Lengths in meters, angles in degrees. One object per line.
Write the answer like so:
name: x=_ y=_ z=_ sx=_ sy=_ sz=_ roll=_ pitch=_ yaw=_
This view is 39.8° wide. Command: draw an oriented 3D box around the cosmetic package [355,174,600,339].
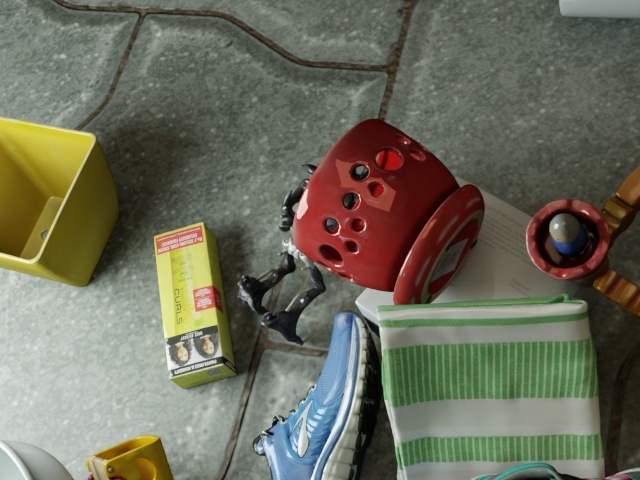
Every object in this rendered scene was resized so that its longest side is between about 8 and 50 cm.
cosmetic package: x=0.209 y=0.076 z=1.155 sx=0.224 sy=0.138 sz=0.225 roll=34 pitch=78 yaw=27

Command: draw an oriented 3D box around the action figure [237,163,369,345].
action figure: x=0.000 y=0.000 z=1.251 sx=0.164 sy=0.141 sz=0.276 roll=36 pitch=93 yaw=29

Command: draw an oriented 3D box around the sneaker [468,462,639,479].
sneaker: x=0.280 y=0.286 z=0.910 sx=0.295 sy=0.178 sz=0.124 roll=-5 pitch=80 yaw=12

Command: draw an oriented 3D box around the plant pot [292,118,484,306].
plant pot: x=0.089 y=-0.026 z=1.054 sx=0.174 sy=0.191 sz=0.191 roll=31 pitch=75 yaw=21

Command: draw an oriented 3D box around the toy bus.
toy bus: x=-0.224 y=0.352 z=1.144 sx=0.104 sy=0.202 sz=0.191 roll=-19 pitch=48 yaw=-31

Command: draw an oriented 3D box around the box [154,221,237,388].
box: x=-0.185 y=0.093 z=1.293 sx=0.087 sy=0.058 sz=0.232 roll=-15 pitch=61 yaw=8

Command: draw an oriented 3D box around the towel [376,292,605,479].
towel: x=0.197 y=0.220 z=1.021 sx=0.248 sy=0.325 sz=0.038 roll=-5 pitch=19 yaw=12

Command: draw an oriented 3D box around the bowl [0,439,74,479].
bowl: x=-0.377 y=0.383 z=1.124 sx=0.298 sy=0.134 sz=0.298 roll=0 pitch=89 yaw=37

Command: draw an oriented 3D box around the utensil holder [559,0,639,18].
utensil holder: x=0.543 y=-0.470 z=1.243 sx=0.385 sy=0.327 sz=0.327 roll=3 pitch=65 yaw=18

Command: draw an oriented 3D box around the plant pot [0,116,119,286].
plant pot: x=-0.428 y=-0.041 z=1.350 sx=0.212 sy=0.187 sz=0.212 roll=12 pitch=68 yaw=19

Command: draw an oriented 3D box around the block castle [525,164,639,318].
block castle: x=0.464 y=0.025 z=0.855 sx=0.453 sy=0.213 sz=0.303 roll=40 pitch=95 yaw=27

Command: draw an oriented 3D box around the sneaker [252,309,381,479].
sneaker: x=-0.012 y=0.240 z=1.136 sx=0.147 sy=0.130 sz=0.330 roll=10 pitch=67 yaw=16
